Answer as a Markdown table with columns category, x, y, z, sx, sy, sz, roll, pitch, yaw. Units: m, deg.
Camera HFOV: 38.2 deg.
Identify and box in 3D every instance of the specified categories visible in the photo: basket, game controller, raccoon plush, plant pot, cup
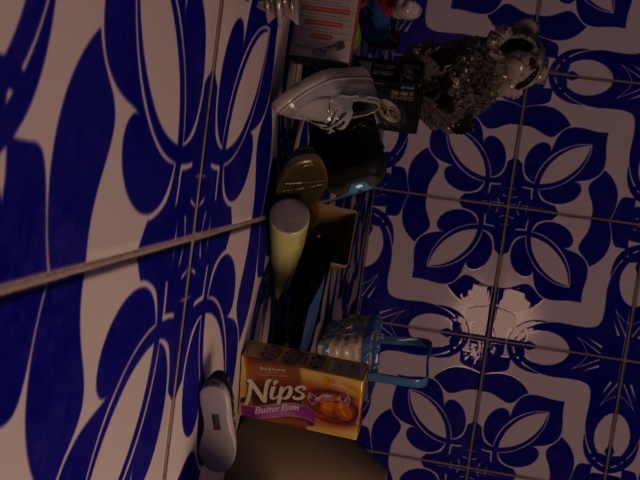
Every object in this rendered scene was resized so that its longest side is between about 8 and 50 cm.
| category | x | y | z | sx | sy | sz | roll | pitch | yaw |
| --- | --- | --- | --- | --- | --- | --- | --- | --- | --- |
| basket | 0.138 | 0.300 | 2.368 | 0.255 | 0.289 | 0.201 | -63 | 160 | -72 |
| game controller | -0.031 | 0.146 | 1.626 | 0.166 | 0.067 | 0.319 | -75 | 177 | -51 |
| raccoon plush | 0.318 | -0.435 | 2.178 | 0.299 | 0.446 | 0.216 | -30 | 133 | -22 |
| plant pot | 0.000 | 0.000 | 1.707 | 0.096 | 0.109 | 0.109 | 115 | -13 | -70 |
| cup | -0.018 | 0.434 | 1.504 | 0.331 | 0.237 | 0.331 | 8 | 90 | -83 |

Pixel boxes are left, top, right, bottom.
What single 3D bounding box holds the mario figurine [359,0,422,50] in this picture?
| category | x | y | z | sx | sy | sz | roll | pitch | yaw |
| --- | --- | --- | --- | --- | --- | --- | --- | --- | --- |
| mario figurine | 0.174 | -0.562 | 2.066 | 0.170 | 0.198 | 0.320 | -44 | 167 | -15 |

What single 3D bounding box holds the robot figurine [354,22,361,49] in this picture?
| category | x | y | z | sx | sy | sz | roll | pitch | yaw |
| --- | --- | --- | --- | --- | --- | --- | --- | --- | --- |
| robot figurine | 0.040 | -0.381 | 1.691 | 0.115 | 0.067 | 0.101 | 20 | 91 | -83 |

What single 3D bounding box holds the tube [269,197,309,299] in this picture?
| category | x | y | z | sx | sy | sz | roll | pitch | yaw |
| --- | --- | --- | --- | --- | --- | --- | --- | --- | --- |
| tube | -0.055 | 0.013 | 1.472 | 0.062 | 0.070 | 0.240 | 55 | -16 | 18 |

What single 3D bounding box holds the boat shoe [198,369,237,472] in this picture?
| category | x | y | z | sx | sy | sz | roll | pitch | yaw |
| --- | --- | --- | --- | --- | --- | --- | --- | --- | --- |
| boat shoe | -0.126 | 0.228 | 1.164 | 0.040 | 0.049 | 0.142 | -70 | 164 | -61 |

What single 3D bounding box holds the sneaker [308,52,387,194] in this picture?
| category | x | y | z | sx | sy | sz | roll | pitch | yaw |
| --- | --- | --- | --- | --- | --- | --- | --- | --- | --- |
| sneaker | 0.026 | -0.211 | 1.524 | 0.341 | 0.125 | 0.139 | -101 | 177 | -45 |

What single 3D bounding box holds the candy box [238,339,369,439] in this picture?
| category | x | y | z | sx | sy | sz | roll | pitch | yaw |
| --- | --- | --- | --- | --- | --- | --- | --- | --- | --- |
| candy box | -0.027 | 0.222 | 1.380 | 0.053 | 0.187 | 0.109 | -61 | 159 | -63 |

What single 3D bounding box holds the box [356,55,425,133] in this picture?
| category | x | y | z | sx | sy | sz | roll | pitch | yaw |
| --- | --- | --- | --- | --- | --- | --- | --- | --- | --- |
| box | 0.136 | -0.326 | 2.068 | 0.147 | 0.180 | 0.077 | 90 | 11 | -50 |

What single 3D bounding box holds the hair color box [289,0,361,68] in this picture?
| category | x | y | z | sx | sy | sz | roll | pitch | yaw |
| --- | --- | --- | --- | --- | --- | --- | --- | --- | --- |
| hair color box | 0.012 | -0.351 | 1.406 | 0.053 | 0.093 | 0.167 | 44 | 56 | -82 |

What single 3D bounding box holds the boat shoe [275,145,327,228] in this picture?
| category | x | y | z | sx | sy | sz | roll | pitch | yaw |
| --- | --- | --- | --- | --- | --- | --- | --- | --- | --- |
| boat shoe | -0.035 | -0.090 | 1.432 | 0.223 | 0.080 | 0.073 | 93 | -13 | -64 |

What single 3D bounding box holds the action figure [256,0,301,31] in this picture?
| category | x | y | z | sx | sy | sz | roll | pitch | yaw |
| --- | --- | --- | --- | --- | --- | --- | --- | --- | --- |
| action figure | -0.038 | -0.353 | 1.026 | 0.285 | 0.099 | 0.185 | -69 | 173 | -45 |

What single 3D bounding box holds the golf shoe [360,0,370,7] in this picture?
| category | x | y | z | sx | sy | sz | roll | pitch | yaw |
| --- | --- | --- | --- | --- | --- | --- | --- | --- | --- |
| golf shoe | 0.039 | -0.504 | 1.624 | 0.086 | 0.067 | 0.186 | 43 | -31 | 49 |

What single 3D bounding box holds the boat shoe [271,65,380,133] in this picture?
| category | x | y | z | sx | sy | sz | roll | pitch | yaw |
| --- | --- | --- | --- | --- | --- | --- | --- | --- | --- |
| boat shoe | 0.020 | -0.204 | 1.366 | 0.227 | 0.079 | 0.081 | -24 | 82 | -52 |
